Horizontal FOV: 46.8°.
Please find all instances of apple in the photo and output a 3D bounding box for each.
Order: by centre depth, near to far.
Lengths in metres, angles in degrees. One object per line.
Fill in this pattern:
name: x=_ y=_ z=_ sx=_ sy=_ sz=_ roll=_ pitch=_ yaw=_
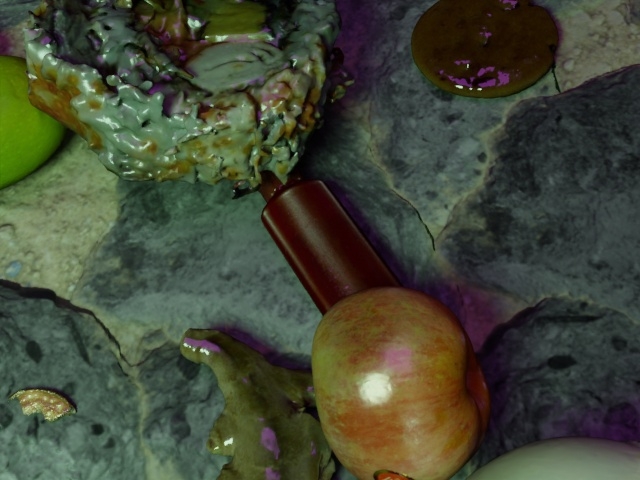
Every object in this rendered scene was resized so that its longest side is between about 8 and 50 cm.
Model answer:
apple: x=0.084 y=0.150 z=0.754 sx=0.164 sy=0.209 sz=0.209 roll=-14 pitch=60 yaw=14

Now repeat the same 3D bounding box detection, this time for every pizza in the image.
pizza: x=-0.329 y=0.194 z=0.875 sx=0.083 sy=0.016 sz=0.037 roll=11 pitch=62 yaw=7

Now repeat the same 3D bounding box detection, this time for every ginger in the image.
ginger: x=-0.047 y=0.236 z=0.795 sx=0.166 sy=0.080 sz=0.332 roll=-7 pitch=53 yaw=-15

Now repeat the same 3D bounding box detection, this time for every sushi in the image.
sushi: x=-0.155 y=-0.236 z=0.950 sx=0.418 sy=0.175 sz=0.417 roll=2 pitch=46 yaw=-2

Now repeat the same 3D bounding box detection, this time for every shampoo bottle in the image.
shampoo bottle: x=0.000 y=0.000 z=0.922 sx=0.102 sy=0.064 sz=0.260 roll=-30 pitch=63 yaw=-12

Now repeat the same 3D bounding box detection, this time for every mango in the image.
mango: x=-0.509 y=-0.134 z=0.991 sx=0.343 sy=0.156 sz=0.192 roll=-22 pitch=54 yaw=-3

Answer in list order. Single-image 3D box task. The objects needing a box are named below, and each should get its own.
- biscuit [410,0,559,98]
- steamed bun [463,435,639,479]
biscuit: x=0.237 y=-0.292 z=1.076 sx=0.212 sy=0.036 sz=0.212 roll=-3 pitch=61 yaw=5
steamed bun: x=0.199 y=0.339 z=0.573 sx=0.334 sy=0.334 sz=0.373 roll=17 pitch=65 yaw=14
